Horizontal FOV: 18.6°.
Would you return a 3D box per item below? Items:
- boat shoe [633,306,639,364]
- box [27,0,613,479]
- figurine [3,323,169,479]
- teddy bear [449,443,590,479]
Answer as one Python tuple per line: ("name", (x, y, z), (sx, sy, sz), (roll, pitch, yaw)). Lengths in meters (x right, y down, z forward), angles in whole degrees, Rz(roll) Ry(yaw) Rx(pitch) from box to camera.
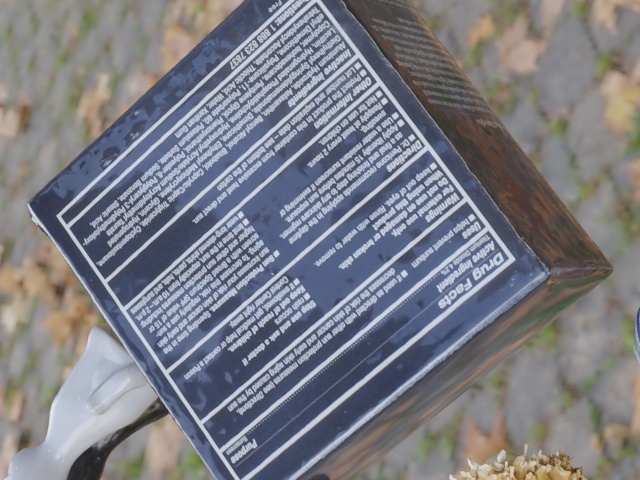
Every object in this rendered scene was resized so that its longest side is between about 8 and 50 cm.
("boat shoe", (0.299, 0.148, 1.366), (0.094, 0.302, 0.109), (-22, 32, 38))
("box", (0.000, 0.000, 1.439), (0.296, 0.183, 0.294), (-40, 73, 19))
("figurine", (-0.228, 0.189, 1.940), (0.209, 0.092, 0.215), (-53, -9, 5))
("teddy bear", (0.195, 0.263, 1.214), (0.245, 0.338, 0.113), (-37, 10, 32))
